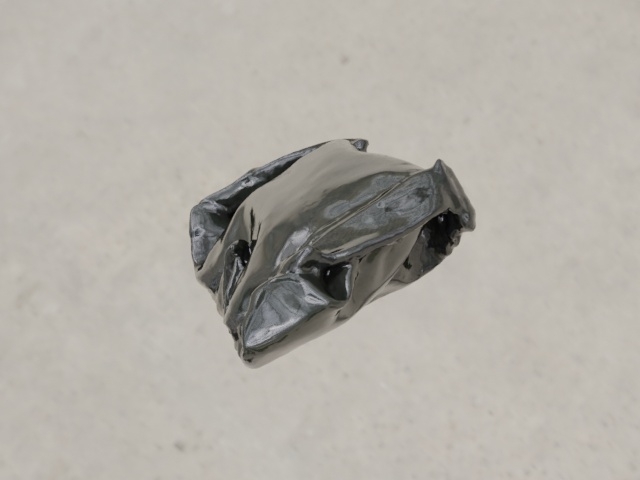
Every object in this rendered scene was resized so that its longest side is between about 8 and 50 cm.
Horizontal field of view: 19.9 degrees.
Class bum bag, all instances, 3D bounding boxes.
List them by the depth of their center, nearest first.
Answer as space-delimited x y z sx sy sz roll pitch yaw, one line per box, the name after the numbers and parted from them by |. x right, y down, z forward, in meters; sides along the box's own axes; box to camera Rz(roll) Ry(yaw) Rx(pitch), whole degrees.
0.000 0.000 1.000 0.142 0.080 0.326 -34 13 -2 | bum bag
